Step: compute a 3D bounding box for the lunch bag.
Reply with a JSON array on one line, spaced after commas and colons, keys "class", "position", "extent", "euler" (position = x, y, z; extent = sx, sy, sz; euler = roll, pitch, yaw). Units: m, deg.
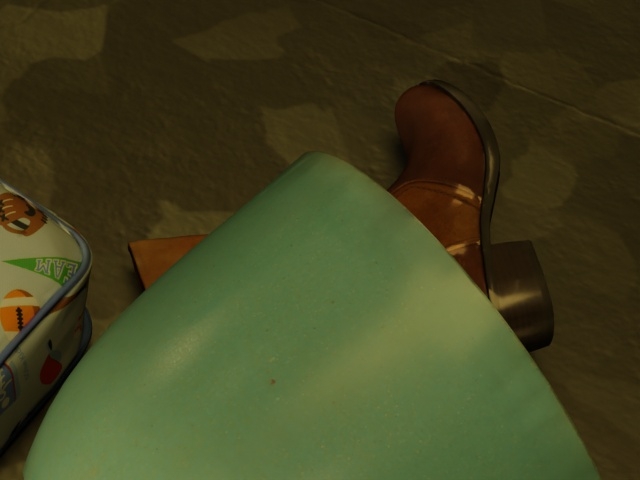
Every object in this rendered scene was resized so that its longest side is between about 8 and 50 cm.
[{"class": "lunch bag", "position": [-0.319, 0.035, 0.939], "extent": [0.303, 0.115, 0.243], "euler": [27, 53, 12]}]

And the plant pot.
[{"class": "plant pot", "position": [-0.019, 0.136, 0.806], "extent": [0.235, 0.293, 0.293], "euler": [-35, 62, -12]}]

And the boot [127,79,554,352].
[{"class": "boot", "position": [0.000, 0.000, 1.065], "extent": [0.280, 0.096, 0.264], "euler": [-9, 60, -8]}]
